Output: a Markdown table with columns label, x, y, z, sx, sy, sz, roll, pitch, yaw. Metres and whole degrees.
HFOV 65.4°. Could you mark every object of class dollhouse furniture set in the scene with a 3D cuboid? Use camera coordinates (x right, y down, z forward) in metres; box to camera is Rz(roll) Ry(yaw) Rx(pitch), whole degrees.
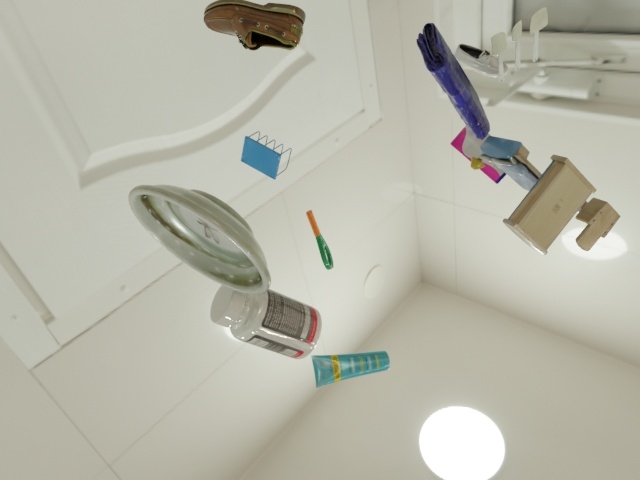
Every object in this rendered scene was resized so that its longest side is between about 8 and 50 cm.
| label | x | y | z | sx | sy | sz | roll | pitch | yaw |
| --- | --- | --- | --- | --- | --- | --- | --- | --- | --- |
| dollhouse furniture set | 0.547 | -0.102 | 1.329 | 0.198 | 0.286 | 0.303 | -53 | -154 | 6 |

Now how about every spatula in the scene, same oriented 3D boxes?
| label | x | y | z | sx | sy | sz | roll | pitch | yaw |
| --- | --- | --- | --- | --- | --- | --- | --- | --- | --- |
| spatula | 0.599 | -0.578 | 1.500 | 0.168 | 0.242 | 0.019 | -31 | -116 | 11 |

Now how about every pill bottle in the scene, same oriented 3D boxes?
| label | x | y | z | sx | sy | sz | roll | pitch | yaw |
| --- | --- | --- | --- | --- | --- | --- | --- | --- | --- |
| pill bottle | -0.167 | 0.239 | 1.526 | 0.176 | 0.318 | 0.176 | -36 | -140 | 38 |

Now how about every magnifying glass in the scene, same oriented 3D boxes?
| label | x | y | z | sx | sy | sz | roll | pitch | yaw |
| --- | --- | --- | --- | --- | --- | --- | --- | --- | --- |
| magnifying glass | 0.000 | 0.000 | 1.748 | 0.026 | 0.231 | 0.092 | -17 | -156 | 14 |

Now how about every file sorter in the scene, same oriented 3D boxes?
| label | x | y | z | sx | sy | sz | roll | pitch | yaw |
| --- | --- | --- | --- | --- | --- | --- | --- | --- | --- |
| file sorter | -0.218 | -0.350 | 2.019 | 0.170 | 0.118 | 0.104 | 29 | -140 | 13 |

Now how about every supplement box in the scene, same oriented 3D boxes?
| label | x | y | z | sx | sy | sz | roll | pitch | yaw |
| --- | --- | --- | --- | --- | --- | --- | --- | --- | --- |
| supplement box | 0.584 | -0.313 | 1.763 | 0.220 | 0.111 | 0.114 | 45 | -158 | 12 |

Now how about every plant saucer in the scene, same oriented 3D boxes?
| label | x | y | z | sx | sy | sz | roll | pitch | yaw |
| --- | --- | --- | --- | --- | --- | --- | --- | --- | --- |
| plant saucer | -0.276 | -0.019 | 1.228 | 0.400 | 0.400 | 0.101 | 15 | -120 | 33 |

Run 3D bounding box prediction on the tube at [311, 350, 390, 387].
| label | x | y | z | sx | sy | sz | roll | pitch | yaw |
| --- | --- | --- | --- | --- | --- | --- | --- | --- | --- |
| tube | 0.078 | 0.327 | 1.301 | 0.207 | 0.052 | 0.080 | -4 | -110 | -20 |

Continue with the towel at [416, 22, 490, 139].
| label | x | y | z | sx | sy | sz | roll | pitch | yaw |
| --- | --- | --- | --- | --- | --- | --- | --- | --- | --- |
| towel | 0.381 | -0.450 | 1.440 | 0.076 | 0.308 | 0.228 | -27 | -135 | 27 |

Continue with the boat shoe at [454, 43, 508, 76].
| label | x | y | z | sx | sy | sz | roll | pitch | yaw |
| --- | --- | --- | --- | --- | --- | --- | --- | --- | --- |
| boat shoe | 0.531 | -0.598 | 1.639 | 0.184 | 0.063 | 0.066 | 32 | -109 | 17 |

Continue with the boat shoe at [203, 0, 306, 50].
| label | x | y | z | sx | sy | sz | roll | pitch | yaw |
| --- | --- | --- | --- | --- | --- | --- | --- | --- | --- |
| boat shoe | -0.194 | -0.584 | 1.365 | 0.307 | 0.105 | 0.110 | 10 | 177 | 22 |
